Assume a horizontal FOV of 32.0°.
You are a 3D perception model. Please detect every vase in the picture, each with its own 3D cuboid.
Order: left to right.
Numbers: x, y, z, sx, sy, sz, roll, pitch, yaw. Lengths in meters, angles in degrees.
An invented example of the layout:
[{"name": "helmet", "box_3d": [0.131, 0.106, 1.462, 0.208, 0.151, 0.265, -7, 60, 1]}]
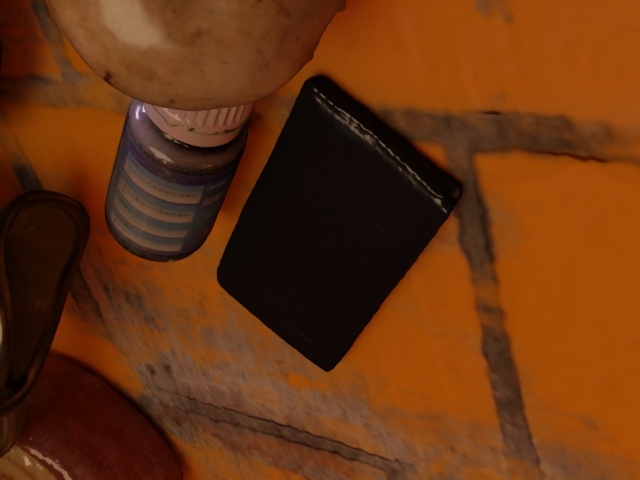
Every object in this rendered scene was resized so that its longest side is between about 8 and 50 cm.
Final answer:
[{"name": "vase", "box_3d": [-0.361, 0.084, 0.991, 0.302, 0.241, 0.329, 8, 129, 10]}]

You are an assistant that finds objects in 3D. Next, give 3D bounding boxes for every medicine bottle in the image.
[{"name": "medicine bottle", "box_3d": [-0.092, -0.070, 0.747, 0.083, 0.083, 0.203, 38, 143, 9]}]

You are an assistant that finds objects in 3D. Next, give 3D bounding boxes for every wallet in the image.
[{"name": "wallet", "box_3d": [0.000, 0.000, 0.776, 0.124, 0.025, 0.244, 40, 143, 7]}]

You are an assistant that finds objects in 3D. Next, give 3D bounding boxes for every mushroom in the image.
[{"name": "mushroom", "box_3d": [-0.064, -0.151, 0.602, 0.166, 0.127, 0.166, 1, 102, 6]}]

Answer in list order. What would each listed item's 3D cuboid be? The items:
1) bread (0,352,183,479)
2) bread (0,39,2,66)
[{"name": "bread", "box_3d": [-0.258, 0.229, 1.146, 0.244, 0.123, 0.190, 48, 141, -5]}, {"name": "bread", "box_3d": [-0.406, -0.196, 0.825, 0.337, 0.204, 0.358, 22, 139, 33]}]
